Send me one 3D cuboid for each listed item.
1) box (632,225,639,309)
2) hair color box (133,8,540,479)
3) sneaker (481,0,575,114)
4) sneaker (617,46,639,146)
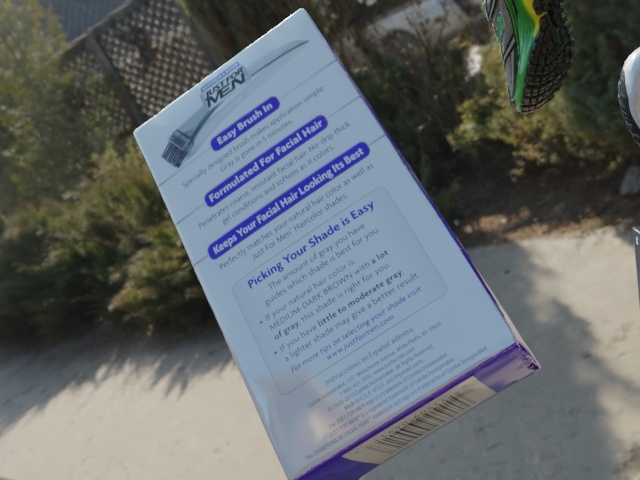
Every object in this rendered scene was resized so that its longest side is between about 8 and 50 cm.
[{"bbox_3d":[0.700,0.078,1.250,0.312,0.179,0.343,-8,15,7],"label":"box"},{"bbox_3d":[0.000,0.000,0.641,0.185,0.339,0.110,-34,-27,10],"label":"hair color box"},{"bbox_3d":[0.378,-0.400,1.484,0.134,0.343,0.146,-25,32,-28],"label":"sneaker"},{"bbox_3d":[0.265,-0.046,0.455,0.080,0.211,0.081,-47,-7,-13],"label":"sneaker"}]
